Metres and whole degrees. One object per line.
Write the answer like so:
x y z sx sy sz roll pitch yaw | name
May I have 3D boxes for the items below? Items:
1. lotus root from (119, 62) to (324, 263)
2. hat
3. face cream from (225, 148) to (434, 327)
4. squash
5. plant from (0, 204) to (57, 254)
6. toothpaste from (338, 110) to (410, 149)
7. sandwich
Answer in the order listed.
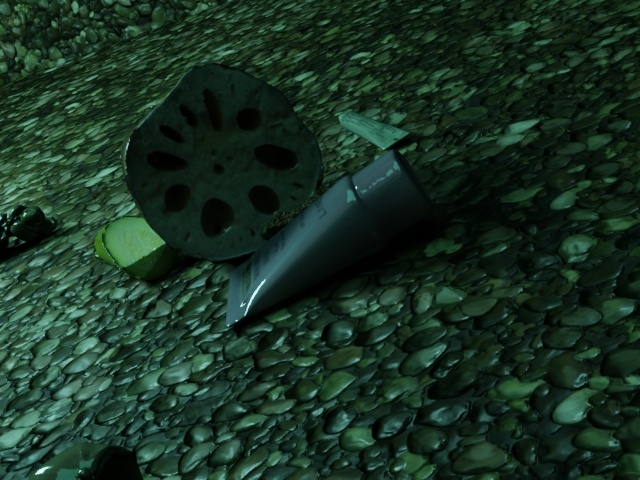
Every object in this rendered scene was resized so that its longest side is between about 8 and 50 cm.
-0.149 -0.104 1.568 0.272 0.272 0.192 -31 17 -17 | lotus root
-0.268 0.245 1.100 0.175 0.085 0.147 -6 29 35 | hat
0.000 0.000 1.401 0.273 0.096 0.154 -33 24 12 | face cream
-0.282 0.005 1.663 0.200 0.075 0.090 8 64 54 | squash
-0.527 -0.014 1.951 0.174 0.085 0.087 -20 62 1 | plant
0.073 -0.167 1.759 0.048 0.029 0.197 -32 26 -12 | toothpaste
-0.007 -0.027 1.476 0.135 0.067 0.029 -28 43 19 | sandwich
